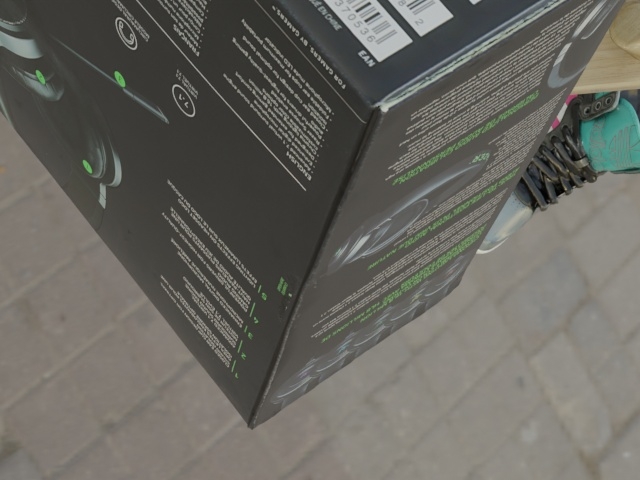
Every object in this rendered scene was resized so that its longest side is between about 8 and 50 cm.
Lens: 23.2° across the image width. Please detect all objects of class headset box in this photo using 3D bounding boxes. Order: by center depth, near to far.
[{"bbox_3d":[-0.035,-0.091,0.610,0.131,0.283,0.246,-33,73,-25],"label":"headset box"}]

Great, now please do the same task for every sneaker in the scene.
[{"bbox_3d":[0.283,-0.094,1.715,0.295,0.178,0.124,-52,123,-18],"label":"sneaker"}]

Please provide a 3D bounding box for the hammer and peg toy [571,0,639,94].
[{"bbox_3d":[0.221,-0.247,1.207,0.127,0.361,0.265,10,78,-63],"label":"hammer and peg toy"}]
